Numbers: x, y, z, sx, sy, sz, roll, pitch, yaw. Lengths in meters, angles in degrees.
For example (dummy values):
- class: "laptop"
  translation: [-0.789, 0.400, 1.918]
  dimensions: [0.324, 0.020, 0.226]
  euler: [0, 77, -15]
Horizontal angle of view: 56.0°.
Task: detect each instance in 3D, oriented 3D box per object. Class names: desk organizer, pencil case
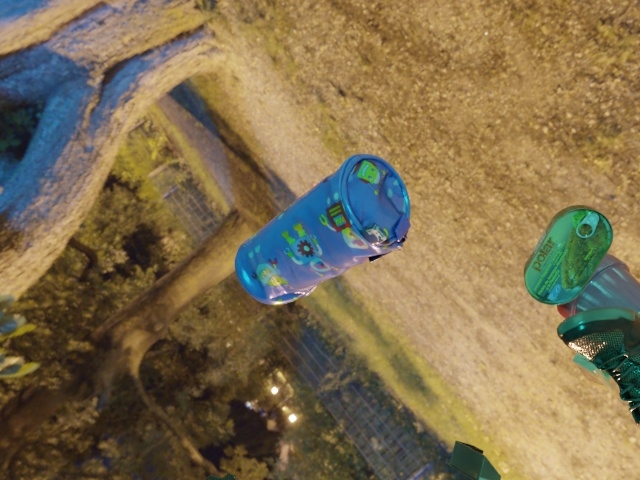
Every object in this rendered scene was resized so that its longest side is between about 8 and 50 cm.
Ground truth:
- class: "desk organizer"
  translation: [0.297, 0.426, 1.151]
  dimensions: [0.047, 0.050, 0.130]
  euler: [19, 171, -10]
- class: "pencil case"
  translation: [0.000, 0.000, 0.833]
  dimensions: [0.133, 0.119, 0.306]
  euler: [52, 140, -5]

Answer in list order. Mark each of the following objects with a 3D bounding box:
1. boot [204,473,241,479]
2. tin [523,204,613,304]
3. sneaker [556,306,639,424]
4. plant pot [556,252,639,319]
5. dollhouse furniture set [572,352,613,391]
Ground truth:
- class: "boot"
  translation: [-0.098, 0.411, 0.910]
  dimensions: [0.137, 0.077, 0.198]
  euler: [30, 161, -16]
- class: "tin"
  translation: [0.433, 0.026, 1.063]
  dimensions: [0.106, 0.190, 0.040]
  euler: [23, -158, -4]
- class: "sneaker"
  translation: [0.413, 0.169, 0.795]
  dimensions: [0.227, 0.087, 0.130]
  euler: [24, -135, -28]
- class: "plant pot"
  translation: [0.726, 0.159, 1.494]
  dimensions: [0.180, 0.201, 0.201]
  euler: [48, 169, 49]
- class: "dollhouse furniture set"
  translation: [0.919, 0.314, 1.567]
  dimensions: [0.394, 0.257, 0.362]
  euler: [23, 166, 48]
